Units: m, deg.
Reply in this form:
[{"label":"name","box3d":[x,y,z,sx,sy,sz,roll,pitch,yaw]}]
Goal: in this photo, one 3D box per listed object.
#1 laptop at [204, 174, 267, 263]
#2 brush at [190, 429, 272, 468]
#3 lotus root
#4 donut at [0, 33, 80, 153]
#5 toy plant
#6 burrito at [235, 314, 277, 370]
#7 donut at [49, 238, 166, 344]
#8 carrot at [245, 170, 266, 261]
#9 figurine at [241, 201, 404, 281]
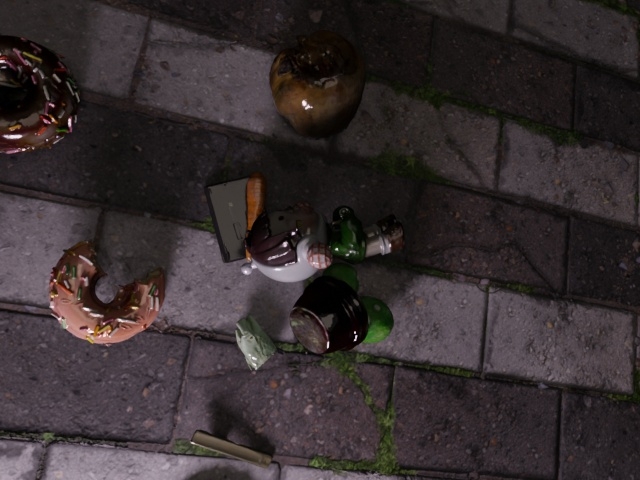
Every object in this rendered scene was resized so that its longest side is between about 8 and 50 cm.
[{"label":"laptop","box3d":[-0.193,-0.054,1.138,0.135,0.016,0.197,-15,85,-16]},{"label":"brush","box3d":[-0.197,0.463,1.052,0.190,0.027,0.034,27,79,-17]},{"label":"lotus root","box3d":[0.001,-0.406,1.169,0.272,0.192,0.272,1,80,-7]},{"label":"donut","box3d":[-0.662,-0.317,1.011,0.269,0.103,0.270,3,79,-15]},{"label":"toy plant","box3d":[0.053,0.165,1.099,0.235,0.175,0.218,-27,82,-43]},{"label":"burrito","box3d":[-0.157,0.233,1.089,0.074,0.044,0.118,-33,94,-13]},{"label":"donut","box3d":[-0.444,0.115,0.985,0.233,0.085,0.199,24,72,-26]},{"label":"carrot","box3d":[-0.157,-0.055,1.121,0.048,0.048,0.216,5,87,-14]},{"label":"figurine","box3d":[0.000,0.000,1.074,0.370,0.281,0.167,-7,117,-9]}]
